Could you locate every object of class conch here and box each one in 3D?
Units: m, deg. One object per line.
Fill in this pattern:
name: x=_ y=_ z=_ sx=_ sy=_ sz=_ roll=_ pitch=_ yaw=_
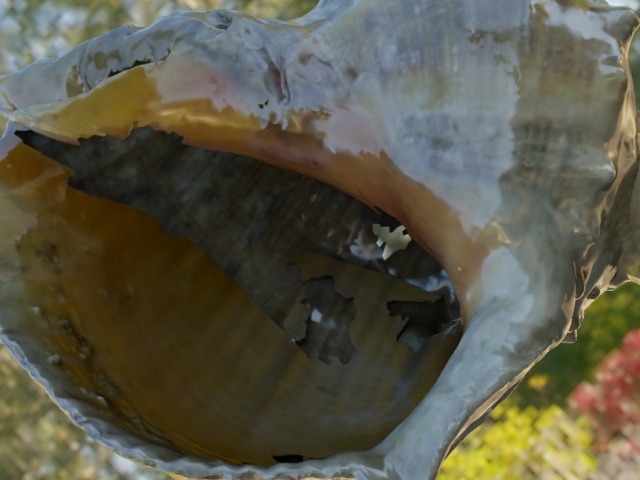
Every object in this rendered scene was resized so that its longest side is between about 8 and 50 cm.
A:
conch: x=0.006 y=0.011 z=0.855 sx=0.210 sy=0.352 sz=0.297 roll=63 pitch=-146 yaw=-47
